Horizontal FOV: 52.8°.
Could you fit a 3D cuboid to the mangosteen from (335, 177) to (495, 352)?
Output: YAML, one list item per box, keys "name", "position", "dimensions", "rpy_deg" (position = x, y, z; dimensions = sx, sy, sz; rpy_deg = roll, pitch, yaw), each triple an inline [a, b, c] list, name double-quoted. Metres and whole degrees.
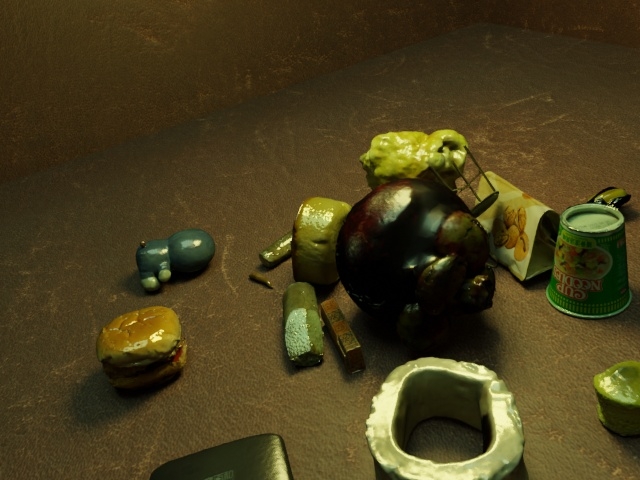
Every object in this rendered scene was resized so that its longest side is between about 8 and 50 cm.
- name: "mangosteen"
  position: [0.243, 0.057, 1.625]
  dimensions: [0.381, 0.381, 0.421]
  rpy_deg: [-30, 68, -27]

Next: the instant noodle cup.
- name: "instant noodle cup"
  position: [0.664, 0.039, 1.591]
  dimensions: [0.207, 0.233, 0.207]
  rpy_deg: [-9, 29, 5]

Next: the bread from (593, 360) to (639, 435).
- name: "bread"
  position: [0.610, 0.312, 1.271]
  dimensions: [0.129, 0.114, 0.111]
  rpy_deg: [-17, 31, -8]

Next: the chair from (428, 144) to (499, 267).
- name: "chair"
  position: [0.425, -0.081, 1.780]
  dimensions: [0.170, 0.160, 0.326]
  rpy_deg: [-33, 77, -13]

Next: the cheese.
- name: "cheese"
  position: [0.246, 0.382, 1.255]
  dimensions: [0.292, 0.153, 0.332]
  rpy_deg: [-5, 33, 13]

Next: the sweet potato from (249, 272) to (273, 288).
- name: "sweet potato"
  position: [-0.181, 0.118, 1.976]
  dimensions: [0.026, 0.026, 0.115]
  rpy_deg: [-34, 36, -32]

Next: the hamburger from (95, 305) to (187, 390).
- name: "hamburger"
  position: [-0.466, 0.274, 1.684]
  dimensions: [0.244, 0.163, 0.244]
  rpy_deg: [-11, 30, 6]

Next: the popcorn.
- name: "popcorn"
  position: [0.295, -0.206, 2.029]
  dimensions: [0.292, 0.334, 0.293]
  rpy_deg: [-27, 63, -12]

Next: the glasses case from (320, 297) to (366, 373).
- name: "glasses case"
  position: [0.052, 0.240, 1.638]
  dimensions: [0.049, 0.075, 0.218]
  rpy_deg: [-20, 31, -7]

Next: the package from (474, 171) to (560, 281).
- name: "package"
  position: [0.578, -0.045, 1.816]
  dimensions: [0.165, 0.221, 0.311]
  rpy_deg: [-2, 22, -18]

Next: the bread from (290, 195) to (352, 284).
- name: "bread"
  position: [0.000, 0.000, 1.877]
  dimensions: [0.148, 0.270, 0.270]
  rpy_deg: [9, 36, 19]

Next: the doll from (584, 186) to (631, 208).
- name: "doll"
  position: [0.820, -0.093, 1.900]
  dimensions: [0.248, 0.088, 0.127]
  rpy_deg: [-28, 34, -19]

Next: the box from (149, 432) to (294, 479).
- name: "box"
  position: [-0.187, 0.523, 1.256]
  dimensions: [0.290, 0.073, 0.289]
  rpy_deg: [-16, 31, -6]

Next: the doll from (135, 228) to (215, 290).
- name: "doll"
  position: [-0.471, 0.048, 2.100]
  dimensions: [0.258, 0.154, 0.228]
  rpy_deg: [-12, 26, -12]

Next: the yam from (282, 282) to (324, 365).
- name: "yam"
  position: [-0.048, 0.214, 1.697]
  dimensions: [0.106, 0.106, 0.259]
  rpy_deg: [-13, 29, -1]

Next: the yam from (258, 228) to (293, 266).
- name: "yam"
  position: [-0.074, -0.010, 2.111]
  dimensions: [0.071, 0.067, 0.317]
  rpy_deg: [30, 51, 33]
